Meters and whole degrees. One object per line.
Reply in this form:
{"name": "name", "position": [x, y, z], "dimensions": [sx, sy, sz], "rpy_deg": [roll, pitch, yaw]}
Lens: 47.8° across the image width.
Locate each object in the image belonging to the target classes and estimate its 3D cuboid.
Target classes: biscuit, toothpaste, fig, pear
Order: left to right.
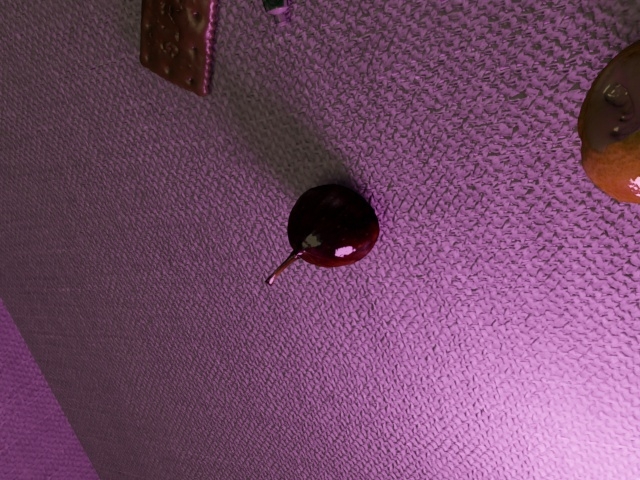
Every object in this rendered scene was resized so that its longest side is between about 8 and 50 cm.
{"name": "biscuit", "position": [-0.326, -0.501, 1.630], "dimensions": [0.217, 0.044, 0.324], "rpy_deg": [32, 133, 19]}
{"name": "toothpaste", "position": [-0.108, -0.549, 1.429], "dimensions": [0.078, 0.047, 0.248], "rpy_deg": [-1, 115, 33]}
{"name": "fig", "position": [0.002, -0.017, 1.552], "dimensions": [0.204, 0.249, 0.186], "rpy_deg": [9, 113, 32]}
{"name": "pear", "position": [0.509, -0.172, 1.057], "dimensions": [0.271, 0.271, 0.271], "rpy_deg": [20, 128, 27]}
